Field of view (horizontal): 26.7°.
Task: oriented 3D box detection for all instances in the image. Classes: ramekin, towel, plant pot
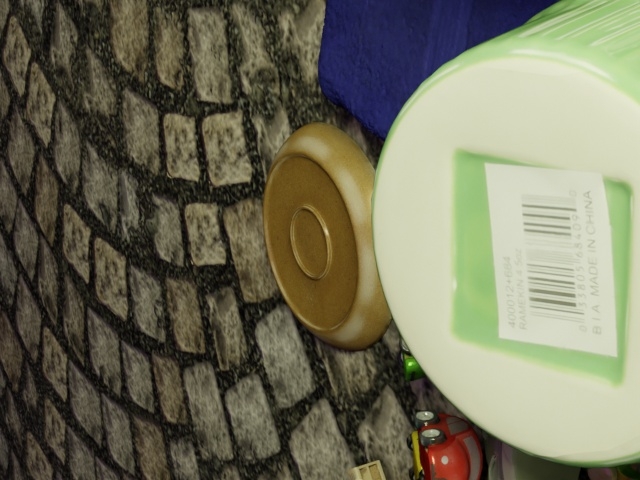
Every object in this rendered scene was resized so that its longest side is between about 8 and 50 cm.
[{"bbox_3d":[0.176,-0.005,0.861,0.303,0.148,0.304,17,117,38],"label":"ramekin"},{"bbox_3d":[0.115,-0.162,1.070,0.308,0.076,0.228,39,129,45],"label":"towel"},{"bbox_3d":[0.000,0.000,1.362,0.236,0.032,0.236,31,127,52],"label":"plant pot"}]

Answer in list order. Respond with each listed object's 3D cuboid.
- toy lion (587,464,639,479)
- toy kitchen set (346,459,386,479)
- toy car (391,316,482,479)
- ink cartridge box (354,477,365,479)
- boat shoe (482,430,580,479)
[{"bbox_3d":[0.241,0.139,1.005,0.096,0.034,0.100,2,102,52],"label":"toy lion"},{"bbox_3d":[0.054,0.257,1.327,0.083,0.068,0.075,-36,70,58],"label":"toy kitchen set"},{"bbox_3d":[0.100,0.133,1.183,0.239,0.053,0.225,86,177,-71],"label":"toy car"},{"bbox_3d":[0.033,0.338,1.174,0.088,0.193,0.235,27,160,23],"label":"ink cartridge box"},{"bbox_3d":[0.163,0.178,1.090,0.081,0.079,0.228,38,140,49],"label":"boat shoe"}]
